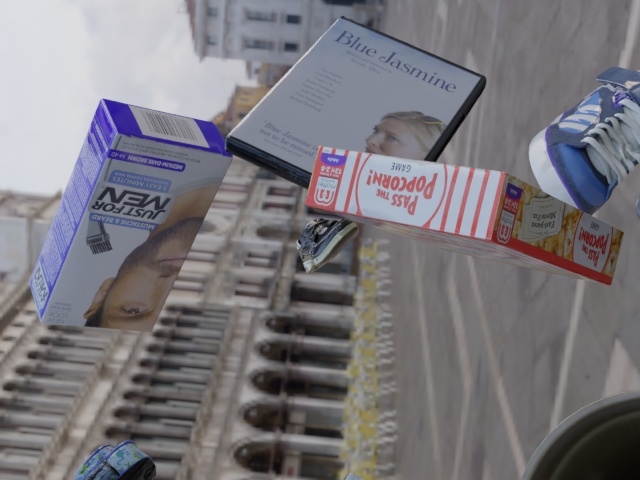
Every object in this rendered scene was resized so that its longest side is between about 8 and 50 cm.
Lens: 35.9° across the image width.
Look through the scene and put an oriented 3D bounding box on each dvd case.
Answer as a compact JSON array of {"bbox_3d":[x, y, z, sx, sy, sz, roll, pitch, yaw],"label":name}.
[{"bbox_3d":[0.044,-0.130,0.998,0.253,0.180,0.022,-54,-17,-41],"label":"dvd case"}]

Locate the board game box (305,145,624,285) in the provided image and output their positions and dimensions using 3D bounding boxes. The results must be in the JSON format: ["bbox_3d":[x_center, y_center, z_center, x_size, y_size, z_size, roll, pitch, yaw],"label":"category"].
[{"bbox_3d":[0.106,-0.016,0.697,0.193,0.147,0.045,16,-93,-51],"label":"board game box"}]

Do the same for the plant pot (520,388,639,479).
[{"bbox_3d":[0.407,0.345,1.106,0.280,0.323,0.323,30,-118,-56],"label":"plant pot"}]

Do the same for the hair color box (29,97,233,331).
[{"bbox_3d":[-0.286,-0.027,1.465,0.339,0.185,0.110,-61,39,28],"label":"hair color box"}]

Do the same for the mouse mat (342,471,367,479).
[{"bbox_3d":[0.017,0.334,1.096,0.152,0.007,0.190,-57,8,-13],"label":"mouse mat"}]

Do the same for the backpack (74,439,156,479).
[{"bbox_3d":[-0.318,0.364,1.528,0.114,0.084,0.105,-42,-27,-25],"label":"backpack"}]

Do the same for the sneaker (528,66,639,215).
[{"bbox_3d":[0.436,-0.158,1.401,0.130,0.236,0.323,55,-150,-10],"label":"sneaker"}]

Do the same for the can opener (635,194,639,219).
[{"bbox_3d":[0.365,-0.035,0.802,0.093,0.280,0.074,-20,83,56],"label":"can opener"}]

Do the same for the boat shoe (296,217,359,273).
[{"bbox_3d":[0.000,0.000,1.143,0.049,0.056,0.152,52,157,3],"label":"boat shoe"}]
